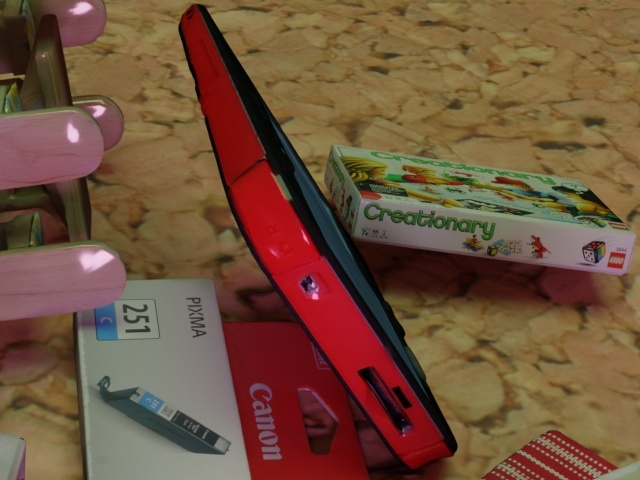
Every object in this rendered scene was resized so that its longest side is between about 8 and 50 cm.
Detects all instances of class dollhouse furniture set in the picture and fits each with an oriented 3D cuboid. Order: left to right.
[{"bbox_3d":[-0.228,-0.184,1.434,0.256,0.394,0.362,-8,28,-3],"label":"dollhouse furniture set"}]

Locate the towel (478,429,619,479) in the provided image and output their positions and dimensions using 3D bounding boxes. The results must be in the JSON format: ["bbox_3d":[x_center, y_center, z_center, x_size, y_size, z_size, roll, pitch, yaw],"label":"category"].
[{"bbox_3d":[0.203,0.277,1.296,0.199,0.031,0.275,31,39,29],"label":"towel"}]

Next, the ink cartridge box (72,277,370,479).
[{"bbox_3d":[-0.090,0.150,1.363,0.261,0.066,0.296,0,38,-13],"label":"ink cartridge box"}]

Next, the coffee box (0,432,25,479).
[{"bbox_3d":[-0.267,0.261,1.016,0.098,0.246,0.141,9,37,-3],"label":"coffee box"}]

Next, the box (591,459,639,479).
[{"bbox_3d":[0.183,0.309,1.011,0.148,0.311,0.121,-17,44,-31],"label":"box"}]

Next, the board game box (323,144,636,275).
[{"bbox_3d":[0.168,-0.035,1.622,0.305,0.053,0.193,7,18,-12],"label":"board game box"}]

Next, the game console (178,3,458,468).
[{"bbox_3d":[0.000,0.000,1.358,0.060,0.386,0.342,-27,40,7],"label":"game console"}]
